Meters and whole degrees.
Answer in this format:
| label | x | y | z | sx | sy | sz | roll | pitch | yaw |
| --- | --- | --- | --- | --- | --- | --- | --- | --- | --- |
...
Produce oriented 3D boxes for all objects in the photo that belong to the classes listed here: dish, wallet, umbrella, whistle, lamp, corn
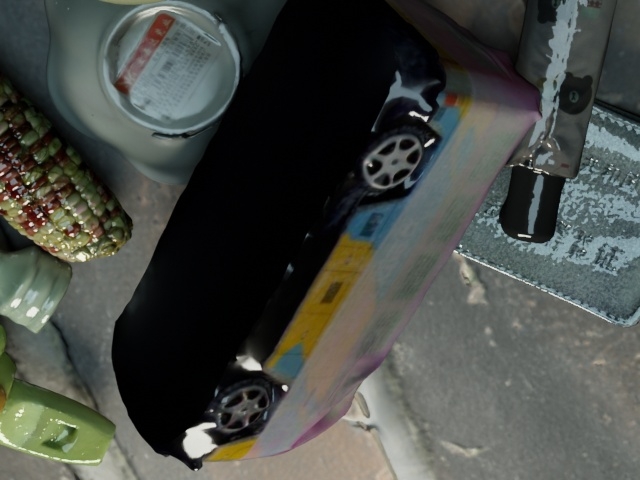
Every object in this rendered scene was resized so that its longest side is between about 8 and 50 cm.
| label | x | y | z | sx | sy | sz | roll | pitch | yaw |
| --- | --- | --- | --- | --- | --- | --- | --- | --- | --- |
| dish | -0.109 | -0.139 | 1.198 | 0.229 | 0.081 | 0.229 | 1 | 112 | 3 |
| wallet | 0.187 | -0.039 | 1.248 | 0.222 | 0.036 | 0.167 | 23 | 111 | -6 |
| umbrella | 0.181 | -0.163 | 1.157 | 0.067 | 0.073 | 0.337 | 14 | 105 | 17 |
| whistle | -0.313 | 0.122 | 1.278 | 0.294 | 0.141 | 0.141 | 25 | 111 | -3 |
| lamp | -0.290 | 0.002 | 1.259 | 0.193 | 0.106 | 0.106 | 29 | 111 | -20 |
| corn | -0.250 | -0.075 | 1.229 | 0.086 | 0.086 | 0.253 | -39 | 108 | 16 |

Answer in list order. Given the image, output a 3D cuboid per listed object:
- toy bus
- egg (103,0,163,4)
| label | x | y | z | sx | sy | sz | roll | pitch | yaw |
| --- | --- | --- | --- | --- | --- | --- | --- | --- | --- |
| toy bus | 0.000 | 0.000 | 1.178 | 0.162 | 0.171 | 0.386 | 10 | 121 | -39 |
| egg | -0.113 | -0.292 | 1.063 | 0.219 | 0.219 | 0.269 | 17 | 94 | -4 |
